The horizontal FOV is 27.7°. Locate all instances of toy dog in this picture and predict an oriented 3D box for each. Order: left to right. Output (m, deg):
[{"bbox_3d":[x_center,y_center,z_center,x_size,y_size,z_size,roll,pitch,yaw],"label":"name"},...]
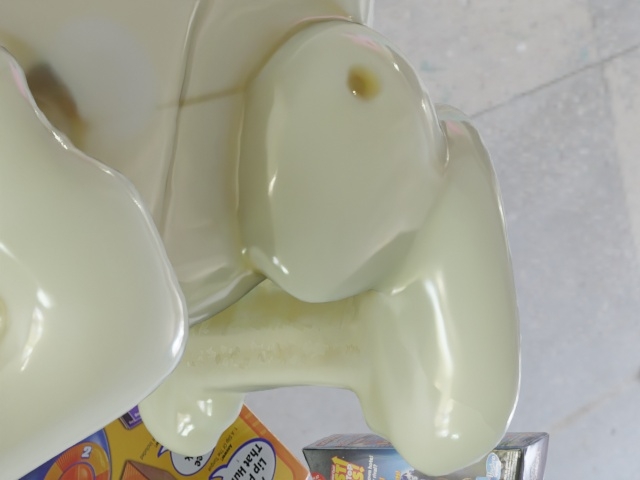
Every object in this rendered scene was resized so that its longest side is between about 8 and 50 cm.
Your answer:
[{"bbox_3d":[-0.148,-0.057,0.518,0.408,0.285,0.395,4,91,-40],"label":"toy dog"}]

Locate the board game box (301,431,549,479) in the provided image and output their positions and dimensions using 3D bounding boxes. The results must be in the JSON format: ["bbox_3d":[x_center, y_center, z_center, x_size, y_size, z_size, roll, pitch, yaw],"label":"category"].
[{"bbox_3d":[0.076,0.234,1.063,0.060,0.194,0.194,-9,107,-59],"label":"board game box"}]

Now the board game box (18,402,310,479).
[{"bbox_3d":[-0.305,0.225,1.106,0.356,0.356,0.356,51,56,-28],"label":"board game box"}]
